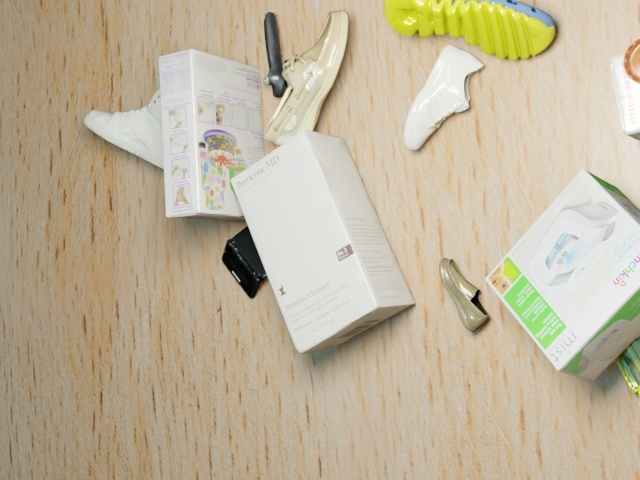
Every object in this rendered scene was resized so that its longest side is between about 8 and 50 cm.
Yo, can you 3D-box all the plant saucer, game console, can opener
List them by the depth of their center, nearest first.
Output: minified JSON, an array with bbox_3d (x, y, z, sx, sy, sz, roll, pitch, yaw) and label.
[{"bbox_3d":[0.537,-0.294,1.602,0.083,0.013,0.084,-3,84,32],"label":"plant saucer"},{"bbox_3d":[-0.095,-0.391,2.077,0.059,0.073,0.186,136,123,-66],"label":"can opener"},{"bbox_3d":[-0.145,0.042,2.116,0.122,0.071,0.107,51,143,23],"label":"game console"}]

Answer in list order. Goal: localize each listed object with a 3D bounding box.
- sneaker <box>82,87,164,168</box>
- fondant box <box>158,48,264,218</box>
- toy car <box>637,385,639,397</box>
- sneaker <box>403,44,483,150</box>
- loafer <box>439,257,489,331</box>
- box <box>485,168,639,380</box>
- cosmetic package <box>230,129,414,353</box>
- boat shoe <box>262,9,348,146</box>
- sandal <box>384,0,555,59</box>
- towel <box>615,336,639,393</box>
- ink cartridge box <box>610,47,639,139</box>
[{"bbox_3d":[-0.396,-0.280,2.232,0.292,0.108,0.169,26,101,20],"label":"sneaker"},{"bbox_3d":[-0.219,-0.209,2.034,0.096,0.238,0.331,-7,85,31],"label":"fondant box"},{"bbox_3d":[0.631,0.163,1.580,0.239,0.053,0.225,-6,82,32],"label":"toy car"},{"bbox_3d":[0.233,-0.257,1.855,0.094,0.080,0.212,30,103,17],"label":"sneaker"},{"bbox_3d":[0.270,0.095,1.833,0.050,0.056,0.148,-29,84,27],"label":"loafer"},{"bbox_3d":[0.450,0.060,1.646,0.262,0.126,0.231,-51,46,21],"label":"box"},{"bbox_3d":[0.000,0.000,1.942,0.217,0.156,0.385,-33,73,29],"label":"cosmetic package"},{"bbox_3d":[-0.029,-0.327,1.980,0.098,0.109,0.302,19,108,-12],"label":"boat shoe"},{"bbox_3d":[0.283,-0.431,1.803,0.317,0.126,0.138,21,59,19],"label":"sandal"},{"bbox_3d":[0.601,0.160,1.642,0.237,0.021,0.102,-36,72,26],"label":"towel"},{"bbox_3d":[0.592,-0.257,1.621,0.190,0.082,0.140,-12,82,32],"label":"ink cartridge box"}]
